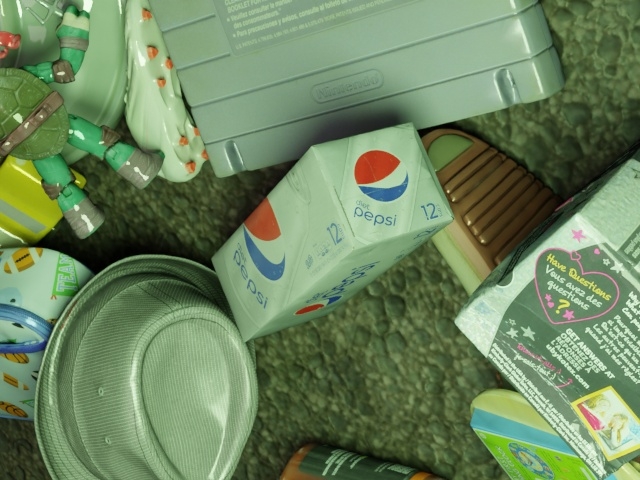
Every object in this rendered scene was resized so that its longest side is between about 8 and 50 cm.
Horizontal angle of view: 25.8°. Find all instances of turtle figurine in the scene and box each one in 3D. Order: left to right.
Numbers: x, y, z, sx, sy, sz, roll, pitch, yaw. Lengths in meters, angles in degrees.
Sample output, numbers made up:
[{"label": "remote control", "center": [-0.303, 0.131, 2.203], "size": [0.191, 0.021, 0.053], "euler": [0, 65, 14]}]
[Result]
[{"label": "turtle figurine", "center": [-0.264, -0.118, 1.283], "size": [0.175, 0.118, 0.234], "euler": [-33, 110, 26]}]

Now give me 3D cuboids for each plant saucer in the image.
[{"label": "plant saucer", "center": [-0.363, -0.243, 1.394], "size": [0.401, 0.100, 0.400], "euler": [15, 120, 28]}]

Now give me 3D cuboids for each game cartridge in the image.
[{"label": "game cartridge", "center": [0.015, -0.196, 1.198], "size": [0.355, 0.068, 0.230], "euler": [-11, 102, 36]}]

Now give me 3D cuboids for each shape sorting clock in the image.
[{"label": "shape sorting clock", "center": [0.205, 0.188, 1.109], "size": [0.206, 0.040, 0.206], "euler": [34, 157, 16]}]

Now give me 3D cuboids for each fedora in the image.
[{"label": "fedora", "center": [-0.142, 0.153, 1.335], "size": [0.124, 0.244, 0.275], "euler": [19, 113, 54]}]

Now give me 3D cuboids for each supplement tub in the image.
[{"label": "supplement tub", "center": [0.060, 0.268, 1.357], "size": [0.198, 0.106, 0.106], "euler": [11, 118, 29]}]

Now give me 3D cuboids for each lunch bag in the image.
[{"label": "lunch bag", "center": [-0.332, 0.098, 1.459], "size": [0.303, 0.115, 0.243], "euler": [-3, 145, 35]}]

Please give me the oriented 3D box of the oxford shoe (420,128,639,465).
[{"label": "oxford shoe", "center": [0.181, 0.089, 1.177], "size": [0.397, 0.140, 0.146], "euler": [55, 136, 2]}]

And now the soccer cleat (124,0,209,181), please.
[{"label": "soccer cleat", "center": [-0.162, -0.147, 1.332], "size": [0.076, 0.068, 0.196], "euler": [4, 117, 35]}]

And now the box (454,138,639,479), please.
[{"label": "box", "center": [0.240, 0.028, 1.035], "size": [0.163, 0.247, 0.142], "euler": [48, 127, 4]}]

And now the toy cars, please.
[{"label": "toy cars", "center": [-0.403, -0.046, 1.477], "size": [0.394, 0.087, 0.176], "euler": [11, 150, 29]}]

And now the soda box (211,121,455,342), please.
[{"label": "soda box", "center": [0.000, 0.000, 1.197], "size": [0.091, 0.098, 0.286], "euler": [68, 155, 10]}]
